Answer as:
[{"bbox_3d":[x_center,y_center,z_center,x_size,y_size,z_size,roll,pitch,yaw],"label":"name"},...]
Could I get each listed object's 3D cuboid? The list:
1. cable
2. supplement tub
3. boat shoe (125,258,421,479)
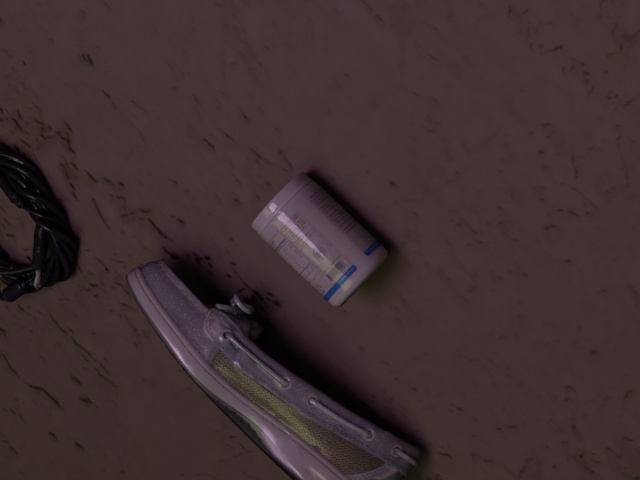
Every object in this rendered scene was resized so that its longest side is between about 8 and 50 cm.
[{"bbox_3d":[-0.323,-0.026,1.932,0.150,0.047,0.184,-17,107,41],"label":"cable"},{"bbox_3d":[0.000,0.000,1.704,0.107,0.071,0.071,44,134,4],"label":"supplement tub"},{"bbox_3d":[-0.050,0.128,1.812,0.320,0.103,0.118,44,173,8],"label":"boat shoe"}]
